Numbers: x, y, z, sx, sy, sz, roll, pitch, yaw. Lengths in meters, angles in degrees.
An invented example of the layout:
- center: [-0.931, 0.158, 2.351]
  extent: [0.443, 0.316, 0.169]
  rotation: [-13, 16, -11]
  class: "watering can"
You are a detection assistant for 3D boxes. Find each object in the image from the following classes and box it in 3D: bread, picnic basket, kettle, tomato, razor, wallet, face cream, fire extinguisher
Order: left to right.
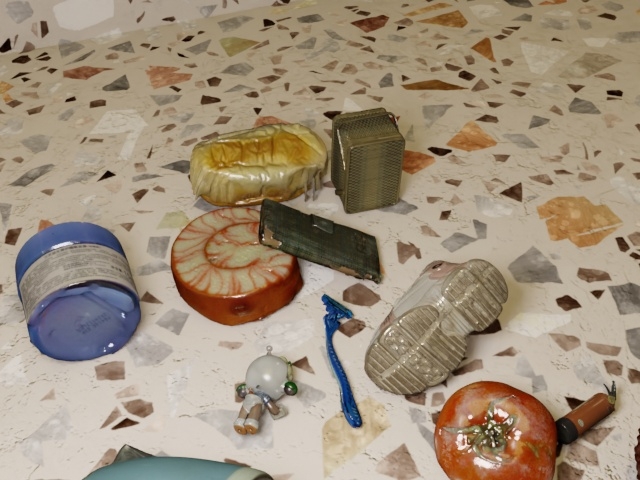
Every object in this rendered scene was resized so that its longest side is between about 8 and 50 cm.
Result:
- center: [-0.543, 0.117, 1.556]
  extent: [0.249, 0.249, 0.225]
  rotation: [-18, 43, -15]
  class: "face cream"
- center: [-0.275, 0.509, 1.135]
  extent: [0.342, 0.247, 0.319]
  rotation: [4, 68, 21]
  class: "kettle"
- center: [-0.210, 0.060, 1.693]
  extent: [0.295, 0.114, 0.327]
  rotation: [-24, 47, -21]
  class: "bread"
- center: [-0.174, -0.211, 1.972]
  extent: [0.389, 0.183, 0.236]
  rotation: [-2, 57, -7]
  class: "bread"
- center: [0.000, -0.001, 1.694]
  extent: [0.317, 0.044, 0.169]
  rotation: [19, 35, -16]
  class: "wallet"
- center: [0.042, 0.265, 1.497]
  extent: [0.056, 0.093, 0.324]
  rotation: [-36, 39, 25]
  class: "razor"
- center: [0.123, -0.214, 1.867]
  extent: [0.165, 0.266, 0.139]
  rotation: [-11, 47, -12]
  class: "picnic basket"
- center: [0.329, 0.367, 1.291]
  extent: [0.237, 0.095, 0.236]
  rotation: [-5, 57, 8]
  class: "tomato"
- center: [0.528, 0.336, 1.364]
  extent: [0.177, 0.062, 0.050]
  rotation: [-23, 4, -28]
  class: "fire extinguisher"

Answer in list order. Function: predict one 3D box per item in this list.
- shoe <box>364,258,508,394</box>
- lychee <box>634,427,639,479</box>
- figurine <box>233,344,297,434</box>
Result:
- center: [0.231, 0.180, 1.505]
  extent: [0.351, 0.171, 0.198]
  rotation: [-38, 12, -9]
  class: "shoe"
- center: [0.660, 0.373, 1.148]
  extent: [0.276, 0.275, 0.304]
  rotation: [-18, 6, -15]
  class: "lychee"
- center: [-0.116, 0.313, 1.426]
  extent: [0.147, 0.093, 0.197]
  rotation: [-9, 45, 28]
  class: "figurine"
